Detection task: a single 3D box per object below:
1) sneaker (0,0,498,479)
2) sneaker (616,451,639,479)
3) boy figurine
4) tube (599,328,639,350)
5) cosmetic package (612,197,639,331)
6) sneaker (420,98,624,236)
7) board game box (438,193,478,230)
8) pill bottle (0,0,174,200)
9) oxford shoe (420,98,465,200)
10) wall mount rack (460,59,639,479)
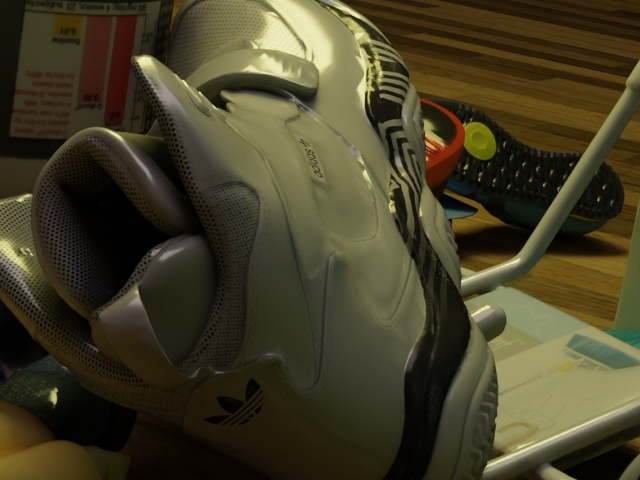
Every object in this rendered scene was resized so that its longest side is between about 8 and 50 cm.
[{"bbox_3d":[-0.051,-0.038,0.911,0.210,0.137,0.366,31,29,-40],"label":"sneaker"},{"bbox_3d":[0.226,0.080,0.844,0.083,0.223,0.098,35,9,-27],"label":"sneaker"},{"bbox_3d":[-0.175,0.082,0.806,0.177,0.092,0.285,15,12,14],"label":"boy figurine"},{"bbox_3d":[0.224,0.079,1.146,0.207,0.052,0.080,13,9,40],"label":"tube"},{"bbox_3d":[0.322,-0.014,1.194,0.224,0.224,0.138,21,19,41],"label":"cosmetic package"},{"bbox_3d":[0.130,-0.046,1.496,0.209,0.069,0.082,18,-27,-28],"label":"sneaker"},{"bbox_3d":[0.031,-0.025,1.464,0.133,0.033,0.169,0,16,-34],"label":"board game box"},{"bbox_3d":[-0.186,-0.133,1.083,0.210,0.363,0.210,8,13,-2],"label":"pill bottle"},{"bbox_3d":[0.000,0.000,1.268,0.097,0.098,0.271,34,42,25],"label":"oxford shoe"},{"bbox_3d":[0.141,0.010,1.072,0.304,0.130,0.350,-21,25,-22],"label":"wall mount rack"}]
